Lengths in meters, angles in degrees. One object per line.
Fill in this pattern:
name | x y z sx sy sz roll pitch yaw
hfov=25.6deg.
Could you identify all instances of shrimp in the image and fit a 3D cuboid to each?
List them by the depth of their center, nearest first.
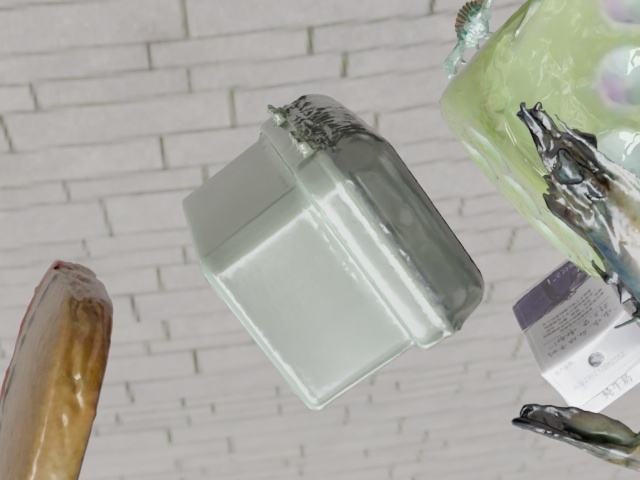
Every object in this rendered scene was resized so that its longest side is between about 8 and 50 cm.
shrimp | 0.149 0.048 0.772 0.262 0.051 0.198 45 136 -14

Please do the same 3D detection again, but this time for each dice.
dice | 0.279 -0.126 1.322 0.252 0.250 0.254 -43 177 -1

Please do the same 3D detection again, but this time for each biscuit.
biscuit | -0.214 0.149 1.024 0.052 0.262 0.277 16 -175 -15

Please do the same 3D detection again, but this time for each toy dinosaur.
toy dinosaur | 0.241 -0.347 2.205 0.044 0.187 0.106 5 179 -30

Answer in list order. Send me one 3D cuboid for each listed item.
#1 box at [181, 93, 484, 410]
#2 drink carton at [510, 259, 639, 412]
box | 0.000 0.000 0.864 0.129 0.148 0.210 -36 -164 1
drink carton | 0.340 0.116 1.812 0.134 0.222 0.102 -37 108 11
